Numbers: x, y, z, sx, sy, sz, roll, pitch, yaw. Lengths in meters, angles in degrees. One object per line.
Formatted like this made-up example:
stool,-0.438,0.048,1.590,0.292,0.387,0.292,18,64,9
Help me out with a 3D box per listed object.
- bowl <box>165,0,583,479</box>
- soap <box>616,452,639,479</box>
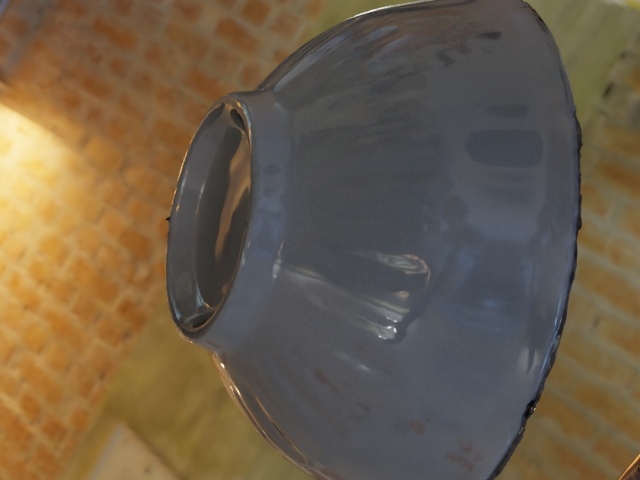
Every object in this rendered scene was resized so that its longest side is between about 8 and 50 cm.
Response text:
bowl,0.000,0.000,0.521,0.086,0.189,0.189,10,-169,-22
soap,0.222,0.131,0.549,0.324,0.220,0.127,-3,-127,-26
